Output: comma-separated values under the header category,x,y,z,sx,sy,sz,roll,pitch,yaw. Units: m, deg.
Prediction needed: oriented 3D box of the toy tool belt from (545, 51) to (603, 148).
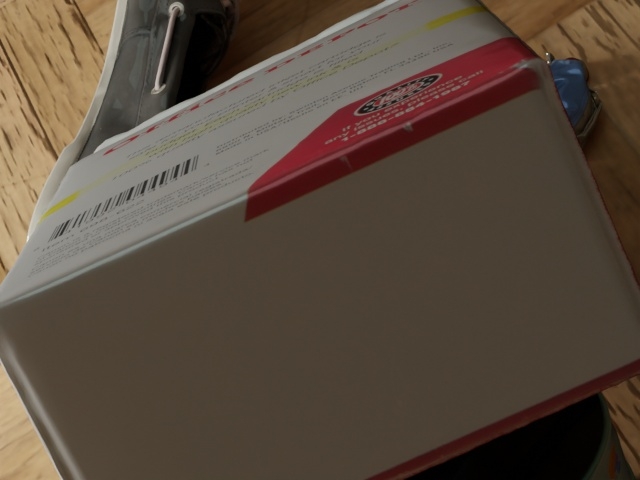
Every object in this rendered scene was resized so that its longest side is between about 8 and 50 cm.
category,x,y,z,sx,sy,sz,roll,pitch,yaw
toy tool belt,0.154,-0.094,1.217,0.052,0.051,0.083,0,55,24

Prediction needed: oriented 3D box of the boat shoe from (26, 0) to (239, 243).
category,x,y,z,sx,sy,sz,roll,pitch,yaw
boat shoe,-0.104,-0.101,1.316,0.095,0.112,0.335,12,66,11

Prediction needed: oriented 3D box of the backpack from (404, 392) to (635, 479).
category,x,y,z,sx,sy,sz,roll,pitch,yaw
backpack,0.079,0.153,1.004,0.166,0.144,0.188,12,62,40

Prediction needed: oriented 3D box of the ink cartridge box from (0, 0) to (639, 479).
category,x,y,z,sx,sy,sz,roll,pitch,yaw
ink cartridge box,0.000,0.000,1.026,0.279,0.160,0.384,-25,13,5
